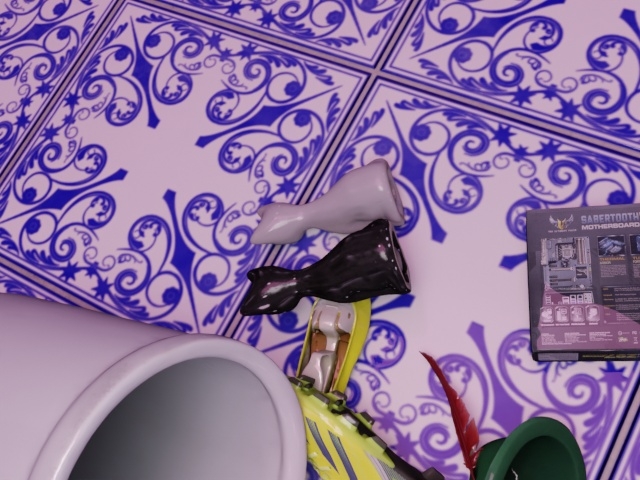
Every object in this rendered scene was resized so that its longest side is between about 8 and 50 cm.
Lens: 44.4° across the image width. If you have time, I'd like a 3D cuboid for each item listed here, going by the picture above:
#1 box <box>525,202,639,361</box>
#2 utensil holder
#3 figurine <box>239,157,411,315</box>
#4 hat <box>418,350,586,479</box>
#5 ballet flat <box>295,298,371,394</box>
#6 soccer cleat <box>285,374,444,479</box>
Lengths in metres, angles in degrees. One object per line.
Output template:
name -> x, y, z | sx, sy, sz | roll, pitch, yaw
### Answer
box -> 0.364, 0.048, 0.925 | 0.232, 0.059, 0.184 | -4, 67, 16
utensil holder -> -0.264, 0.228, 0.838 | 0.385, 0.327, 0.328 | 9, 70, 39
figurine -> 0.000, 0.000, 1.012 | 0.209, 0.092, 0.215 | -15, 38, 14
hat -> 0.179, 0.268, 0.892 | 0.183, 0.173, 0.209 | -2, 48, 52
ballet flat -> 0.010, 0.135, 0.981 | 0.077, 0.077, 0.231 | 8, 70, 21
soccer cleat -> 0.037, 0.263, 0.874 | 0.289, 0.093, 0.121 | 39, 95, 6
